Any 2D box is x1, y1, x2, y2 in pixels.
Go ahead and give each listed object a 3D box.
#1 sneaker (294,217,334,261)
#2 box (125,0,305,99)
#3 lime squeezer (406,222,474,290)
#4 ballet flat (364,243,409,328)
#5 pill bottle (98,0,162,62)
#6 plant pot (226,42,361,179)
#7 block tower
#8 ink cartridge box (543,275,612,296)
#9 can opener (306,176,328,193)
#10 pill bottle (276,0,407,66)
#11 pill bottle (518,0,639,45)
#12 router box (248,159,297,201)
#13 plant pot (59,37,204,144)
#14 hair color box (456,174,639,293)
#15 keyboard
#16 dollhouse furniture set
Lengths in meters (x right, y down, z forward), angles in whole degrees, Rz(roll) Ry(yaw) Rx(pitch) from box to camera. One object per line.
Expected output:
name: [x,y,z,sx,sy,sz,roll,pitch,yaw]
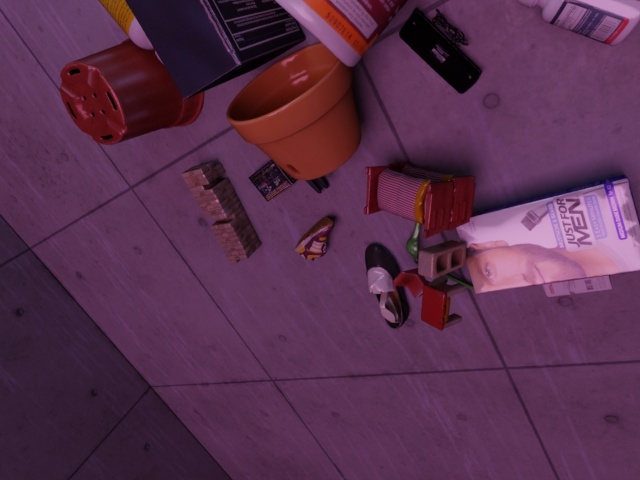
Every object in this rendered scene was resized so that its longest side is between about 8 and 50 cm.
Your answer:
sneaker: [0.000,0.000,1.244,0.084,0.070,0.185,38,138,-13]
box: [-0.222,-0.494,0.852,0.182,0.296,0.294,-15,114,34]
lime squeezer: [0.302,0.031,1.119,0.110,0.059,0.310,-33,104,9]
ballet flat: [0.196,0.146,1.216,0.095,0.096,0.281,-11,116,34]
pill bottle: [-0.418,-0.583,0.966,0.188,0.188,0.334,-29,105,39]
plant pot: [-0.035,-0.278,0.941,0.290,0.291,0.203,-7,136,32]
block tower: [-0.307,-0.087,1.323,0.097,0.091,0.336,-5,120,32]
ink cartridge box: [0.596,0.072,0.976,0.135,0.056,0.099,-14,113,35]
can opener: [-0.049,-0.203,1.128,0.059,0.073,0.186,-23,119,30]
pill bottle: [0.096,-0.510,0.659,0.224,0.224,0.392,41,110,-4]
pill bottle: [0.437,-0.410,0.687,0.180,0.108,0.108,27,131,9]
router box: [-0.138,-0.180,1.202,0.122,0.038,0.092,-27,106,39]
plant pot: [-0.503,-0.393,1.095,0.272,0.265,0.273,15,128,19]
hair color box: [0.495,-0.004,0.910,0.338,0.110,0.185,-16,93,37]
keyboard: [0.258,-0.399,0.849,0.192,0.038,0.100,41,155,-5]
dollhouse furniture set: [0.222,0.016,0.977,0.201,0.152,0.374,25,123,50]
